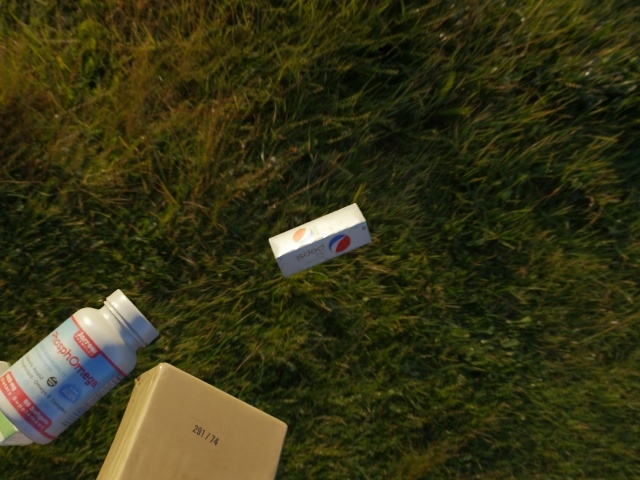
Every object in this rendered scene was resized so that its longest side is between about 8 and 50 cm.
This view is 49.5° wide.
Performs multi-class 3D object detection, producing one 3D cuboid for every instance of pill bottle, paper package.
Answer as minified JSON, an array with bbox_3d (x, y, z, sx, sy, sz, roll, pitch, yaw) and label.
[{"bbox_3d":[-0.253,0.128,0.727,0.160,0.087,0.087,-43,90,-14],"label":"pill bottle"},{"bbox_3d":[-0.269,0.466,1.428,0.325,0.168,0.309,32,48,-19],"label":"paper package"}]

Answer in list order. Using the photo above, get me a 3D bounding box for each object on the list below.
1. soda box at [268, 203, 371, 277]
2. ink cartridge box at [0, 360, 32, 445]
[{"bbox_3d":[0.000,0.000,1.557,0.216,0.074,0.069,-22,44,-2],"label":"soda box"},{"bbox_3d":[-0.624,0.300,1.294,0.056,0.235,0.171,-35,74,-5],"label":"ink cartridge box"}]
